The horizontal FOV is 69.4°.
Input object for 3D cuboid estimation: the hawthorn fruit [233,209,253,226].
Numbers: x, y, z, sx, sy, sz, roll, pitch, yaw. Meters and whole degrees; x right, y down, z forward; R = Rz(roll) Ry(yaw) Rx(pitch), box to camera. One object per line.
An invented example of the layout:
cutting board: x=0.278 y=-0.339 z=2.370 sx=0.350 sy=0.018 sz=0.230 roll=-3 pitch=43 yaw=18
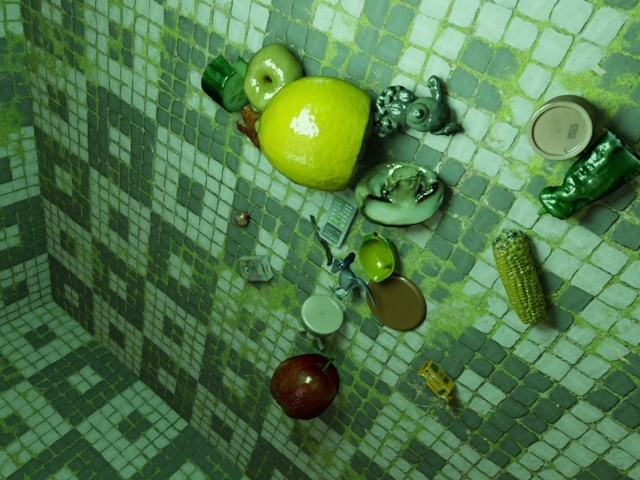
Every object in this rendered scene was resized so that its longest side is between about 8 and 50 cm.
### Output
hawthorn fruit: x=-0.323 y=-0.100 z=1.985 sx=0.103 sy=0.067 sz=0.067 roll=-25 pitch=97 yaw=26

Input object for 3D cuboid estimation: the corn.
corn: x=0.597 y=0.110 z=1.391 sx=0.115 sy=0.115 sz=0.318 roll=-13 pitch=106 yaw=39

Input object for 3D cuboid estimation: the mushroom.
mushroom: x=0.244 y=-0.156 z=1.477 sx=0.266 sy=0.164 sz=0.190 roll=-20 pitch=131 yaw=7

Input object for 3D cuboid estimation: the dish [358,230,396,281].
dish: x=0.215 y=0.045 z=1.653 sx=0.148 sy=0.080 sz=0.208 roll=19 pitch=124 yaw=32

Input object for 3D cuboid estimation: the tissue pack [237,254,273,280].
tissue pack: x=-0.291 y=0.123 z=2.074 sx=0.148 sy=0.060 sz=0.109 roll=-3 pitch=112 yaw=36

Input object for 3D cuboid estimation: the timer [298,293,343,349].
timer: x=-0.018 y=0.363 z=1.964 sx=0.175 sy=0.175 sz=0.266 roll=39 pitch=146 yaw=13

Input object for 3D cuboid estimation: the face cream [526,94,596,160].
face cream: x=0.612 y=-0.287 z=1.173 sx=0.149 sy=0.104 sz=0.149 roll=17 pitch=122 yaw=29

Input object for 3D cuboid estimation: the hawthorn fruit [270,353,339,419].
hawthorn fruit: x=-0.050 y=0.614 z=2.029 sx=0.285 sy=0.284 sz=0.369 roll=45 pitch=122 yaw=8

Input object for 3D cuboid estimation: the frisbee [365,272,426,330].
frisbee: x=0.280 y=0.235 z=1.746 sx=0.250 sy=0.021 sz=0.251 roll=17 pitch=122 yaw=30

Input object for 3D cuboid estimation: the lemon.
lemon: x=-0.028 y=-0.334 z=1.417 sx=0.364 sy=0.364 sz=0.365 roll=17 pitch=122 yaw=29

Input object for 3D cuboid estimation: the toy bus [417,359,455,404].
toy bus: x=0.449 y=0.535 z=1.746 sx=0.162 sy=0.069 sz=0.074 roll=46 pitch=129 yaw=9

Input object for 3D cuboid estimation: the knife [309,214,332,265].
knife: x=0.005 y=0.000 z=1.821 sx=0.045 sy=0.021 sz=0.222 roll=-8 pitch=109 yaw=41

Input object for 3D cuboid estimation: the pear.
pear: x=-0.152 y=-0.534 z=1.542 sx=0.188 sy=0.211 sz=0.229 roll=22 pitch=113 yaw=3

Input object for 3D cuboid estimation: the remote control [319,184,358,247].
remote control: x=0.074 y=-0.092 z=1.714 sx=0.103 sy=0.034 sz=0.250 roll=36 pitch=130 yaw=16

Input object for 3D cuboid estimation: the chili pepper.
chili pepper: x=0.683 y=-0.147 z=1.205 sx=0.136 sy=0.099 sz=0.270 roll=32 pitch=127 yaw=-14

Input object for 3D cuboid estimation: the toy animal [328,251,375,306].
toy animal: x=0.115 y=0.148 z=1.739 sx=0.176 sy=0.255 sz=0.239 roll=-47 pitch=57 yaw=5

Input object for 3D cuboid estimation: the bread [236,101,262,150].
bread: x=-0.229 y=-0.417 z=1.727 sx=0.268 sy=0.095 sz=0.139 roll=37 pitch=122 yaw=20

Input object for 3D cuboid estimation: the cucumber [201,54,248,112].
cucumber: x=-0.334 y=-0.564 z=1.657 sx=0.130 sy=0.191 sz=0.191 roll=38 pitch=130 yaw=13

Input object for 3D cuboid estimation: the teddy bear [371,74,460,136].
teddy bear: x=0.274 y=-0.390 z=1.345 sx=0.250 sy=0.144 sz=0.171 roll=6 pitch=102 yaw=30
